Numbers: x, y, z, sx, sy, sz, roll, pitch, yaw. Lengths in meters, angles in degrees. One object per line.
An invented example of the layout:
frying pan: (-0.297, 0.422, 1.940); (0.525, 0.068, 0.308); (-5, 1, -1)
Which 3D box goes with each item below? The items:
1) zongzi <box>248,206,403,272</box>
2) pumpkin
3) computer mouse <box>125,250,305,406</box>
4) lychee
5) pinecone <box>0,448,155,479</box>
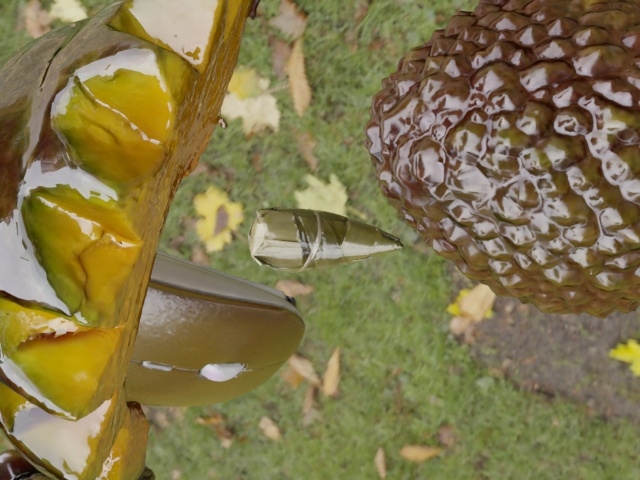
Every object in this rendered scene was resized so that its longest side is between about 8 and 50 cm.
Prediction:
zongzi: (0.000, 0.000, 1.344); (0.176, 0.160, 0.078); (1, 92, -6)
pumpkin: (-0.127, -0.008, 0.453); (0.149, 0.130, 0.254); (22, 112, 13)
computer mouse: (-0.130, 0.046, 0.681); (0.245, 0.056, 0.126); (19, 136, -21)
lychee: (0.159, -0.064, 0.724); (0.236, 0.271, 0.235); (6, 97, 57)
pinecone: (-0.255, 0.309, 1.090); (0.244, 0.257, 0.243); (-3, 109, -10)
